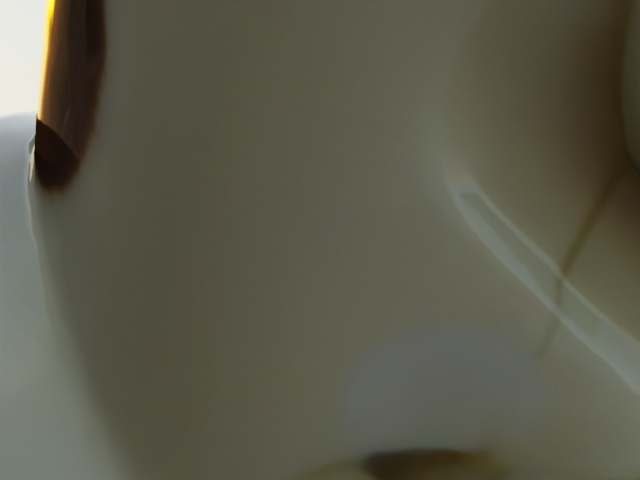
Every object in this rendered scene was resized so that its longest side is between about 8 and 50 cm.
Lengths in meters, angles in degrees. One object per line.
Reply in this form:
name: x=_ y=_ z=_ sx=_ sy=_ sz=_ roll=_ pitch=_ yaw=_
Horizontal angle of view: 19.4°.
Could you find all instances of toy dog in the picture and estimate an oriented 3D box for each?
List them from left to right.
toy dog: x=0.000 y=0.000 z=0.487 sx=0.395 sy=0.408 sz=0.284 roll=21 pitch=34 yaw=-36
